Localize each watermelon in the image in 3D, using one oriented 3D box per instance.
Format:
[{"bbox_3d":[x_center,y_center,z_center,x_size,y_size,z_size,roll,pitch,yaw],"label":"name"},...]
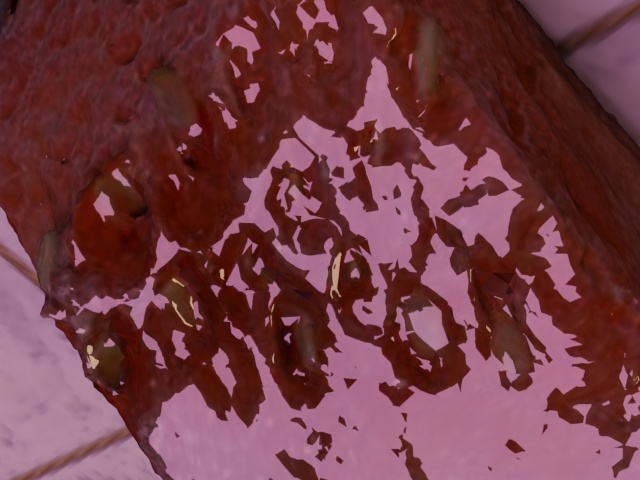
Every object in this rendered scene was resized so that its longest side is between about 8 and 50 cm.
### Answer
[{"bbox_3d":[0.000,0.000,0.403,0.193,0.140,0.256,-17,118,21],"label":"watermelon"}]
